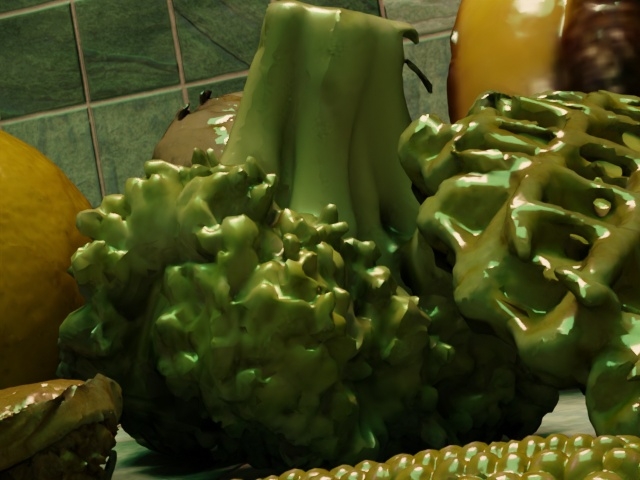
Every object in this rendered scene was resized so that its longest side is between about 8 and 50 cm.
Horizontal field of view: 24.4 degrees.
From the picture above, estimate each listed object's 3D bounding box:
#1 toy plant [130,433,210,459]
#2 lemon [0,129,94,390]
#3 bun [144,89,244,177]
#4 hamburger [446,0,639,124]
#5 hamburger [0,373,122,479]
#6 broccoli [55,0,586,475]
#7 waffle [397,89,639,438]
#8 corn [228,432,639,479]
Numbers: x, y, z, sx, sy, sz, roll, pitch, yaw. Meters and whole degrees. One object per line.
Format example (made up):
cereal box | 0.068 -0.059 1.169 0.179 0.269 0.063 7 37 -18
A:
toy plant | -0.103 0.116 1.107 0.092 0.093 0.162 -10 1 -21
lemon | -0.279 0.052 1.001 0.297 0.297 0.297 -9 1 0
bun | -0.043 -0.031 1.248 0.281 0.205 0.281 -11 -1 0
hamburger | 0.302 -0.100 1.206 0.277 0.396 0.395 -9 1 28
hamburger | -0.170 0.132 0.744 0.177 0.113 0.185 -16 -11 39
broccoli | -0.011 -0.002 0.904 0.347 0.281 0.293 3 10 -38
waffle | 0.197 0.008 0.741 0.297 0.073 0.317 -1 33 -21
corn | 0.007 0.116 0.498 0.288 0.087 0.086 -11 0 24
